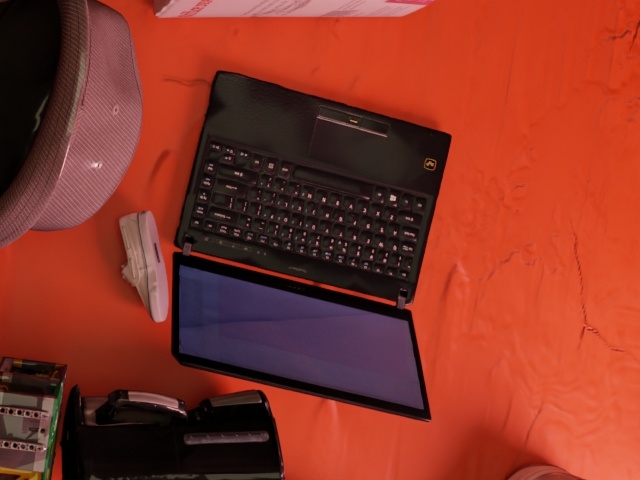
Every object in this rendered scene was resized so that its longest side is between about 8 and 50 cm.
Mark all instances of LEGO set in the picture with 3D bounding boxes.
[{"bbox_3d":[-0.308,0.187,1.226,0.192,0.331,0.255,8,101,-7],"label":"LEGO set"}]

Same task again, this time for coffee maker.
[{"bbox_3d":[-0.127,0.210,1.355,0.178,0.120,0.171,2,73,-16],"label":"coffee maker"}]

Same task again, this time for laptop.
[{"bbox_3d":[0.000,0.000,1.391,0.234,0.136,0.264,15,86,-15],"label":"laptop"}]

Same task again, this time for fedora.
[{"bbox_3d":[-0.230,-0.118,1.311,0.124,0.244,0.275,14,83,-44],"label":"fedora"}]

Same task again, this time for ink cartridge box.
[{"bbox_3d":[-0.018,-0.251,1.367,0.237,0.172,0.100,-3,90,-15],"label":"ink cartridge box"}]

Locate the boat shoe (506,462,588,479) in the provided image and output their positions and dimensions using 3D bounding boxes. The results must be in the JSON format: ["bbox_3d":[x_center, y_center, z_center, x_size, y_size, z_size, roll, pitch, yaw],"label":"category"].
[{"bbox_3d":[0.161,0.355,1.451,0.118,0.103,0.320,34,81,-12],"label":"boat shoe"}]

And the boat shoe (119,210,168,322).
[{"bbox_3d":[-0.159,0.025,1.405,0.035,0.035,0.100,-9,97,12],"label":"boat shoe"}]
